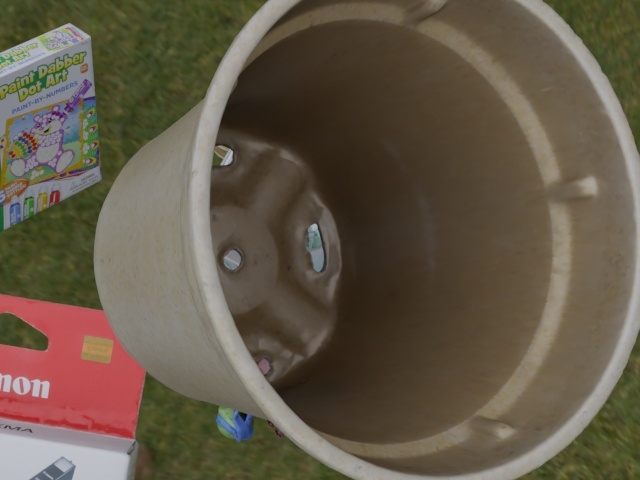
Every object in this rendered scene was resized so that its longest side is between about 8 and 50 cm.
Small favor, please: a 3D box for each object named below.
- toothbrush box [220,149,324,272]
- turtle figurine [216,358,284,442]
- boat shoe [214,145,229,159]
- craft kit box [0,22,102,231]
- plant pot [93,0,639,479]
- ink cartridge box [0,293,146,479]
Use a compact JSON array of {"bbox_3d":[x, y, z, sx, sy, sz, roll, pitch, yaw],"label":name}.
[{"bbox_3d":[0.024,0.041,1.322,0.295,0.216,0.126,27,71,-1],"label":"toothbrush box"},{"bbox_3d":[-0.064,0.123,1.944,0.198,0.274,0.266,42,98,-7],"label":"turtle figurine"},{"bbox_3d":[-0.072,-0.122,1.675,0.190,0.072,0.068,9,78,43],"label":"boat shoe"},{"bbox_3d":[-0.415,-0.139,1.960,0.061,0.246,0.250,32,48,34],"label":"craft kit box"},{"bbox_3d":[0.000,0.000,1.001,0.305,0.334,0.334,-11,66,60],"label":"plant pot"},{"bbox_3d":[-0.329,0.186,1.428,0.296,0.066,0.261,9,97,0],"label":"ink cartridge box"}]
